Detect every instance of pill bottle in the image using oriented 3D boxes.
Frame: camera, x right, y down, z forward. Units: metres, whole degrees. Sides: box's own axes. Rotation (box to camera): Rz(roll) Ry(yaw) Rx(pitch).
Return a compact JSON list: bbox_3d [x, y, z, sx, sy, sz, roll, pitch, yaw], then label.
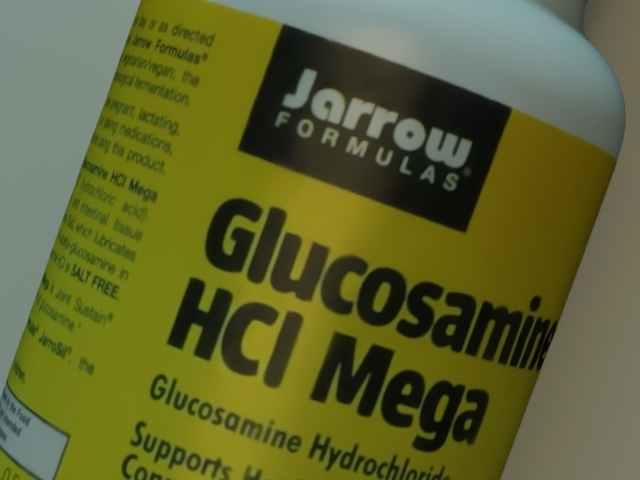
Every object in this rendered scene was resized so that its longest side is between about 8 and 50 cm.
[{"bbox_3d":[0.000,0.000,0.583,0.188,0.188,0.334,20,93,6],"label":"pill bottle"}]
